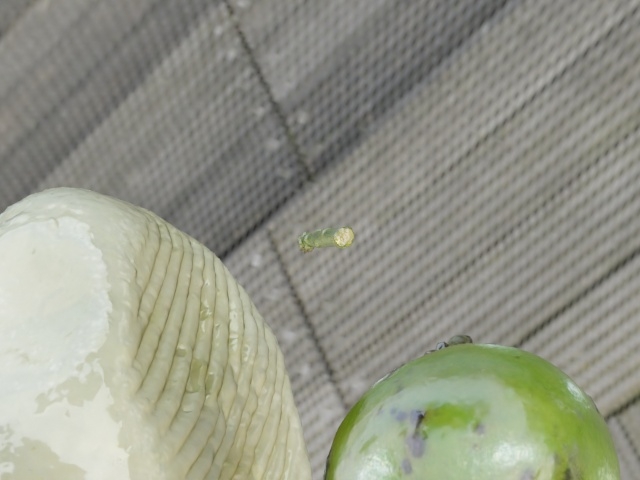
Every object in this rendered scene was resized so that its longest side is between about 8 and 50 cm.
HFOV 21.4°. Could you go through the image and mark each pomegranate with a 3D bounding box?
[{"bbox_3d":[0.084,0.157,0.886,0.156,0.156,0.220,-14,82,37],"label":"pomegranate"}]

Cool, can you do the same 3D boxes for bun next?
[{"bbox_3d":[-0.159,0.147,1.208,0.227,0.352,0.349,-23,22,18],"label":"bun"}]

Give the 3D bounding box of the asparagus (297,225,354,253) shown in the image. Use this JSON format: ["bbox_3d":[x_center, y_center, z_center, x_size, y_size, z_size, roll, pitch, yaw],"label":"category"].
[{"bbox_3d":[0.000,0.000,1.712,0.024,0.248,0.025,-30,93,-10],"label":"asparagus"}]
